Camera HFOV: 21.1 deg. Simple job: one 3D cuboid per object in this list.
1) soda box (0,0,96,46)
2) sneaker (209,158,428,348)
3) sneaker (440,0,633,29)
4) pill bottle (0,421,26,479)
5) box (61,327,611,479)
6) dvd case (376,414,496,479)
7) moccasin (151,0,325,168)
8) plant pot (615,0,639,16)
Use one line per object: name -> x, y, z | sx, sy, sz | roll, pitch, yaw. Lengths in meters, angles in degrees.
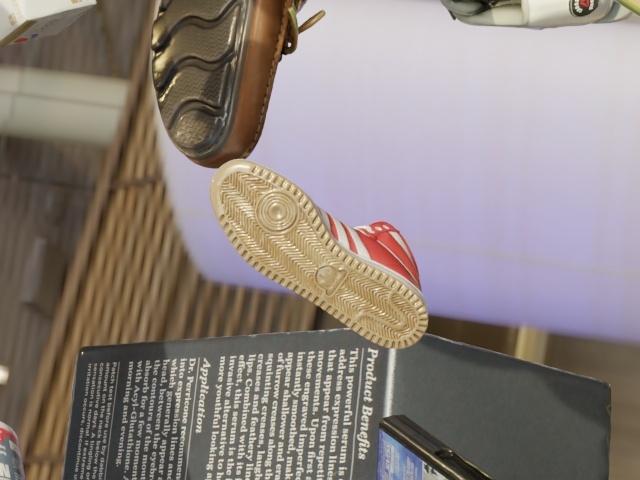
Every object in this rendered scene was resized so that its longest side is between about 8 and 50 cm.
soda box -> -0.257, -0.267, 1.355 | 0.069, 0.074, 0.216 | -21, -91, -37
sneaker -> 0.000, 0.000, 0.795 | 0.042, 0.118, 0.067 | -48, 9, 15
sneaker -> 0.158, -0.280, 1.703 | 0.330, 0.146, 0.122 | 30, 132, 56
pill bottle -> -0.356, 0.285, 1.793 | 0.108, 0.108, 0.180 | 82, 170, -48
box -> 0.007, 0.209, 1.500 | 0.293, 0.395, 0.212 | 18, -107, -44
dvd case -> 0.096, 0.227, 1.006 | 0.253, 0.022, 0.180 | -150, 59, -61
moccasin -> -0.064, -0.232, 1.556 | 0.147, 0.139, 0.380 | 32, -132, -40
plant pot -> 0.313, -0.266, 1.288 | 0.207, 0.228, 0.227 | -52, -6, -47
